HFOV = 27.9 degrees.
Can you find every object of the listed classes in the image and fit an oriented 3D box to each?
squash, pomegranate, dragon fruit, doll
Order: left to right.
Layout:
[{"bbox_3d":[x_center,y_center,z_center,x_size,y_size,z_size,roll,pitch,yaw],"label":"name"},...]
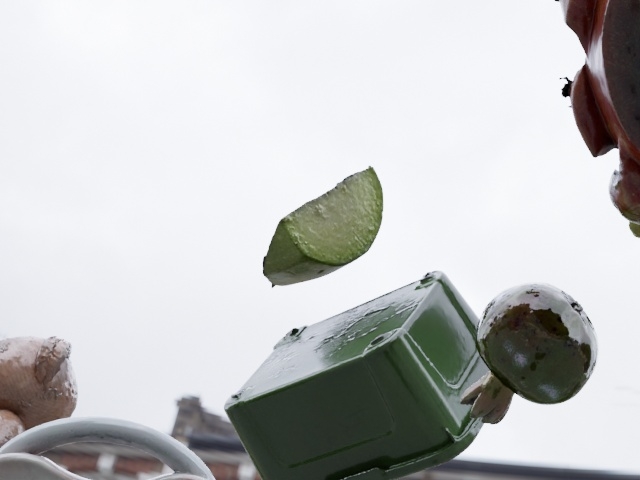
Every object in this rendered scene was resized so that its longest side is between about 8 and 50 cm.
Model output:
[{"bbox_3d":[-0.402,0.224,1.444,0.156,0.303,0.201,38,-30,-2],"label":"doll"},{"bbox_3d":[0.017,0.014,1.720,0.085,0.192,0.184,44,-36,22],"label":"squash"},{"bbox_3d":[0.180,0.104,1.148,0.114,0.114,0.142,33,-71,-19],"label":"pomegranate"},{"bbox_3d":[0.310,-0.135,0.979,0.130,0.268,0.295,15,-41,60],"label":"dragon fruit"}]

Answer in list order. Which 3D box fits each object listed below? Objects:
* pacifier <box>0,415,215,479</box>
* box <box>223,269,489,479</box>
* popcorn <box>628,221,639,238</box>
[{"bbox_3d":[-0.058,0.088,0.317,0.099,0.078,0.081,8,-85,-5],"label":"pacifier"},{"bbox_3d":[0.052,0.185,1.596,0.328,0.253,0.178,-27,-77,34],"label":"box"},{"bbox_3d":[0.474,-0.030,1.594,0.187,0.185,0.167,-33,-65,17],"label":"popcorn"}]
